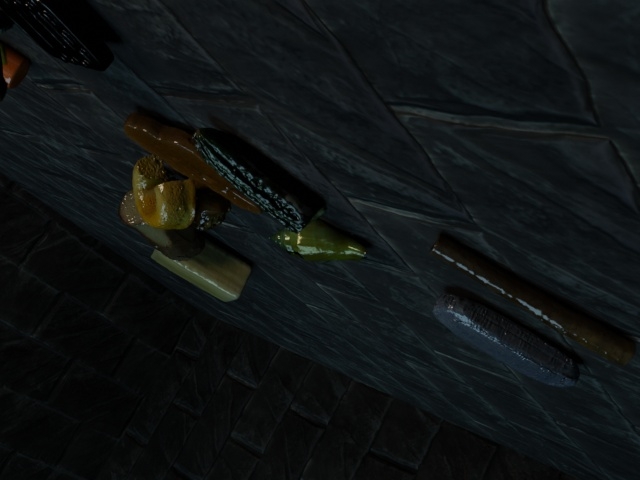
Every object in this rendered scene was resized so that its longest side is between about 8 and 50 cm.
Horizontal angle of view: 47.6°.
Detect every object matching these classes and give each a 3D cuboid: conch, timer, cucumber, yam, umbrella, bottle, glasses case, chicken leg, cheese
[{"bbox_3d":[-0.003,0.003,1.349,0.201,0.079,0.095,18,-179,14],"label":"conch"},{"bbox_3d":[-0.387,-0.318,1.056,0.187,0.055,0.144,23,162,40],"label":"timer"},{"bbox_3d":[-0.102,-0.099,1.198,0.265,0.077,0.077,38,164,-20],"label":"cucumber"},{"bbox_3d":[-0.386,-0.040,1.816,0.129,0.128,0.238,21,163,28],"label":"yam"},{"bbox_3d":[-0.523,-0.357,1.178,0.269,0.044,0.044,20,126,59],"label":"umbrella"},{"bbox_3d":[-0.647,-0.363,1.366,0.187,0.069,0.069,32,165,-10],"label":"bottle"},{"bbox_3d":[0.308,0.087,1.068,0.327,0.045,0.045,30,143,2],"label":"yam"},{"bbox_3d":[0.328,0.180,1.292,0.282,0.067,0.109,32,162,1],"label":"glasses case"},{"bbox_3d":[-0.286,-0.100,1.537,0.251,0.087,0.107,29,134,33],"label":"chicken leg"},{"bbox_3d":[-0.343,0.063,2.090,0.266,0.123,0.242,32,169,-11],"label":"cheese"}]

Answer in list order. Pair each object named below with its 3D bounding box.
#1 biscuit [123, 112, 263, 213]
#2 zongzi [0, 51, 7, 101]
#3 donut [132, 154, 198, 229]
[{"bbox_3d":[-0.219,-0.145,1.319,0.295,0.044,0.186,31,162,-7],"label":"biscuit"},{"bbox_3d":[-0.564,-0.315,1.119,0.273,0.145,0.300,68,167,-6],"label":"zongzi"},{"bbox_3d":[-0.322,-0.088,1.464,0.181,0.078,0.146,37,129,35],"label":"donut"}]
